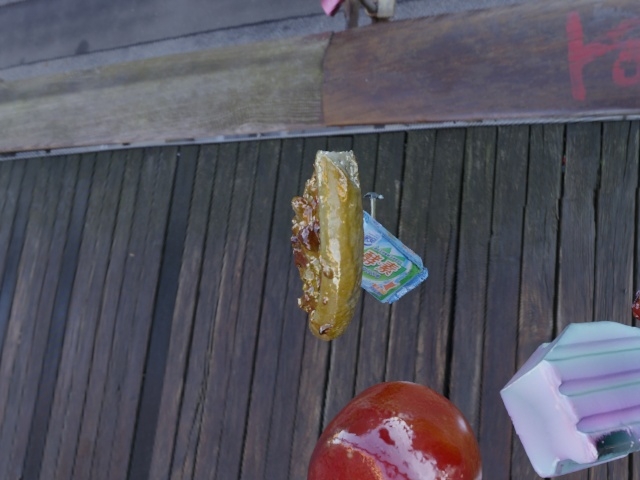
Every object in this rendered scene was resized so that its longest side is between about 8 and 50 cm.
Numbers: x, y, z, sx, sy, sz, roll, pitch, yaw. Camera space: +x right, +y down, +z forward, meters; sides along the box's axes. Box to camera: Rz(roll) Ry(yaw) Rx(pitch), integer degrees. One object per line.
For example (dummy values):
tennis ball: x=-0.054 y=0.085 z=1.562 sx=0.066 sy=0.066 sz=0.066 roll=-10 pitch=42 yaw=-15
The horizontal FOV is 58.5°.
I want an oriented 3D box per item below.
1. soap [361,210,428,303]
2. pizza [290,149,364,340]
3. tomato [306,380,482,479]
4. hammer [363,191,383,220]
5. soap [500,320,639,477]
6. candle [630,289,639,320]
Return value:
soap: x=0.136 y=0.045 z=1.446 sx=0.156 sy=0.293 sz=0.077 roll=-41 pitch=31 yaw=21
pizza: x=0.000 y=0.000 z=0.804 sx=0.086 sy=0.336 sz=0.226 roll=-8 pitch=43 yaw=-10
tomato: x=0.132 y=0.423 z=1.041 sx=0.289 sy=0.293 sz=0.325 roll=37 pitch=121 yaw=17
hammer: x=0.151 y=-0.069 z=1.662 sx=0.017 sy=0.062 sz=0.182 roll=126 pitch=156 yaw=-51
soap: x=0.432 y=0.228 z=0.876 sx=0.109 sy=0.323 sz=0.193 roll=-52 pitch=46 yaw=46
candle: x=0.398 y=0.099 z=0.584 sx=0.048 sy=0.053 sz=0.162 roll=-54 pitch=38 yaw=-1
